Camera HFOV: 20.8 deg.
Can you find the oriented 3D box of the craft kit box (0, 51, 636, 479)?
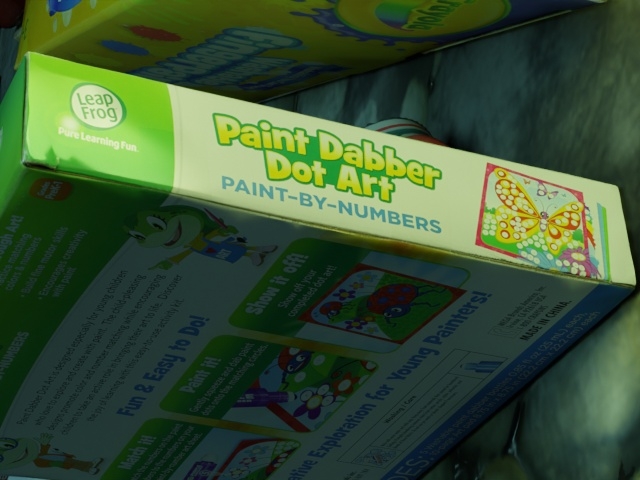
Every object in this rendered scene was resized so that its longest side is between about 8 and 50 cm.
[{"bbox_3d":[-0.041,0.037,0.727,0.250,0.246,0.061,130,141,-49],"label":"craft kit box"}]

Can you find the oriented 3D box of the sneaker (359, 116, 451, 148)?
[{"bbox_3d":[0.000,0.000,0.793,0.075,0.161,0.057,34,151,59],"label":"sneaker"}]

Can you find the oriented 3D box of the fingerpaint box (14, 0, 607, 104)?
[{"bbox_3d":[-0.014,-0.279,0.896,0.445,0.163,0.371,177,101,-67],"label":"fingerpaint box"}]

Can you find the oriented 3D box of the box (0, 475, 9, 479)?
[{"bbox_3d":[-0.211,0.054,1.279,0.128,0.122,0.257,-117,42,-56],"label":"box"}]

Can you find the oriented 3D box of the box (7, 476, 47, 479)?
[{"bbox_3d":[-0.100,0.257,0.941,0.231,0.127,0.262,158,120,-66],"label":"box"}]

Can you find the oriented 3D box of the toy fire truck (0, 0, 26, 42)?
[{"bbox_3d":[-0.185,-0.268,1.344,0.254,0.169,0.302,-61,18,-18],"label":"toy fire truck"}]
